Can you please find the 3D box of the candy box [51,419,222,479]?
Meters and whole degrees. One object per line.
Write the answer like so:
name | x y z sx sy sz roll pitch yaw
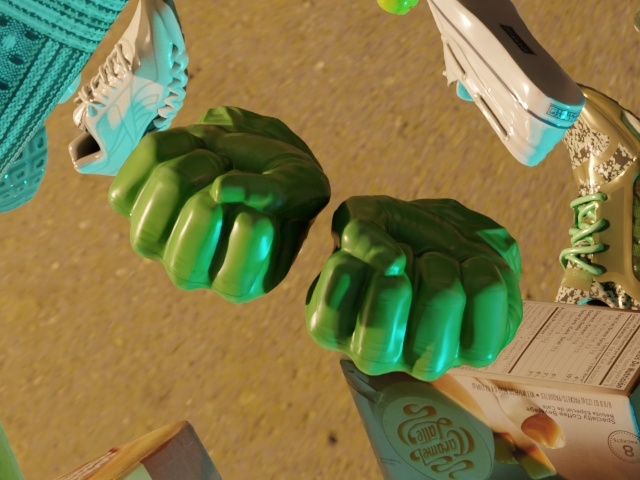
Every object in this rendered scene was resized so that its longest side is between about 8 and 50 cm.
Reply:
candy box | -0.124 0.196 0.470 0.316 0.087 0.183 -28 94 32

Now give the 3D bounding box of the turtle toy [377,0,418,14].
turtle toy | 0.064 -0.280 1.642 0.095 0.130 0.066 -8 61 21

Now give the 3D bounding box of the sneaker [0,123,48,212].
sneaker | -0.293 -0.155 1.265 0.111 0.129 0.297 -20 121 -2

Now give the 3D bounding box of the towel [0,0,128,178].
towel | -0.285 -0.121 0.838 0.324 0.056 0.312 28 115 -31

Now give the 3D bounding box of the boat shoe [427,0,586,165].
boat shoe | 0.150 -0.170 1.523 0.095 0.258 0.084 11 124 -31

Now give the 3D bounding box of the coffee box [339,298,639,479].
coffee box | 0.154 0.126 1.207 0.246 0.098 0.141 5 128 38

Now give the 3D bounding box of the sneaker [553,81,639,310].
sneaker | 0.339 0.012 1.886 0.182 0.158 0.410 -25 84 -12

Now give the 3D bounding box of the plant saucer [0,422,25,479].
plant saucer | -0.309 0.224 1.269 0.333 0.081 0.333 -52 57 45

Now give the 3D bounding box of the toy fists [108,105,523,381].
toy fists | 0.000 0.000 1.058 0.279 0.142 0.096 25 125 8

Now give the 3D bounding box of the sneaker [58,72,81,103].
sneaker | -0.408 -0.245 1.819 0.305 0.152 0.114 37 106 -9

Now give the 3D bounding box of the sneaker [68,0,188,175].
sneaker | -0.233 -0.179 1.973 0.118 0.110 0.292 -1 137 -20

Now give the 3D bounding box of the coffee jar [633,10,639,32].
coffee jar | 0.413 -0.254 1.648 0.096 0.079 0.184 37 108 -19
